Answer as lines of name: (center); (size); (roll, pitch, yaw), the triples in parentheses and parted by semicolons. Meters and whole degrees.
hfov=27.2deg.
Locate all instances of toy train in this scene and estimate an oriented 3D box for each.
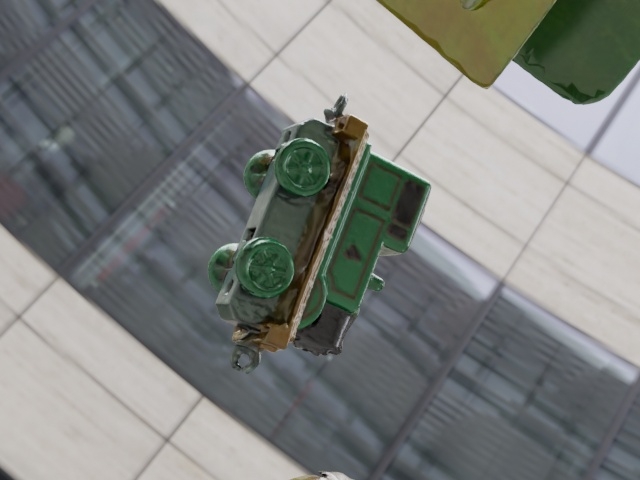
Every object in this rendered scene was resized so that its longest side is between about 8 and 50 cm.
toy train: (0.000, 0.000, 1.005); (0.136, 0.227, 0.091); (22, -11, -18)

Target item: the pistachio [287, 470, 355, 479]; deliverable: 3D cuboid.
pistachio: (-0.016, 0.198, 0.811); (0.090, 0.173, 0.049); (33, -47, 5)

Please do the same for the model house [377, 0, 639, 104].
model house: (0.085, -0.251, 0.491); (0.300, 0.323, 0.340); (39, -74, 3)
